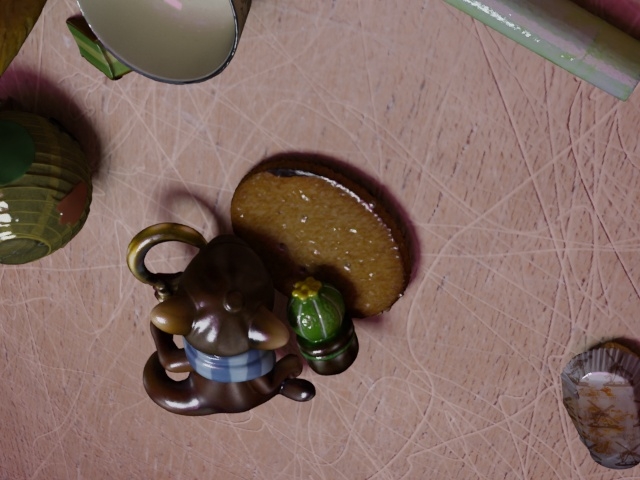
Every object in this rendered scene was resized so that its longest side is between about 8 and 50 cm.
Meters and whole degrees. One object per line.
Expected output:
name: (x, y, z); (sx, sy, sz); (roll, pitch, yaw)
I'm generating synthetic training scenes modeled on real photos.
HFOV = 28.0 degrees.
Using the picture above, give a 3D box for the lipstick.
lipstick: (0.237, -0.264, 1.481); (0.304, 0.076, 0.076); (30, 140, 3)

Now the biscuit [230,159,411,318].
biscuit: (0.000, 0.000, 1.921); (0.305, 0.038, 0.305); (19, 138, 18)

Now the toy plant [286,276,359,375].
toy plant: (0.001, 0.126, 1.943); (0.092, 0.093, 0.162); (5, 134, 28)

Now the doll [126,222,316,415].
doll: (-0.156, 0.138, 2.015); (0.317, 0.209, 0.340); (10, 145, 5)

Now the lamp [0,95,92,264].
lamp: (-0.481, -0.102, 1.990); (0.250, 0.284, 0.250); (-13, 155, -6)

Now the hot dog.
hot dog: (0.426, 0.247, 1.887); (0.131, 0.069, 0.253); (-1, 133, 21)

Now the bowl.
bowl: (-0.185, -0.330, 1.635); (0.237, 0.126, 0.238); (18, 138, 16)

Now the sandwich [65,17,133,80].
sandwich: (-0.301, -0.289, 1.841); (0.116, 0.074, 0.074); (37, 155, 48)

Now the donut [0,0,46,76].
donut: (-0.503, -0.302, 1.716); (0.360, 0.360, 0.170); (-19, 134, 42)
